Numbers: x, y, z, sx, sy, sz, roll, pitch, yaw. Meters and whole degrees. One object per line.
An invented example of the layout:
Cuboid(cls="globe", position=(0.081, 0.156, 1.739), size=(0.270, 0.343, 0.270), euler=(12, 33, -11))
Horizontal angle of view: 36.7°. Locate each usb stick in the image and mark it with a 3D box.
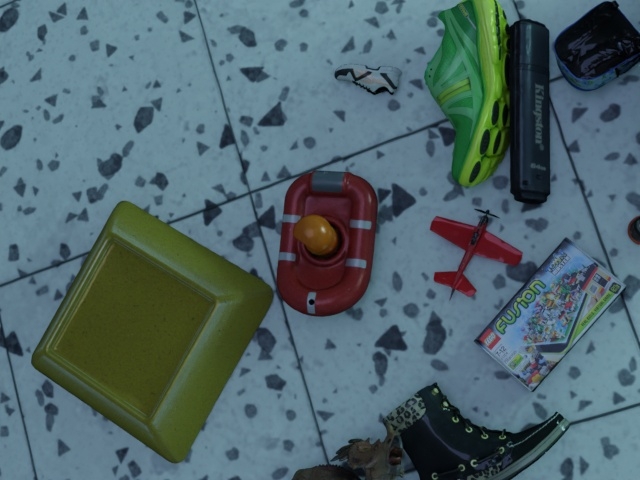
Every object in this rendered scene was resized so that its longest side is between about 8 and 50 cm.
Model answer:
Cuboid(cls="usb stick", position=(0.314, -0.195, 1.449), size=(0.045, 0.077, 0.278), euler=(-5, 80, 45))

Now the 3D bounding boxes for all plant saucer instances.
Cuboid(cls="plant saucer", position=(-0.295, 0.142, 1.573), size=(0.333, 0.081, 0.332), euler=(30, 91, 17))

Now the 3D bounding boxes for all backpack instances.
Cuboid(cls="backpack", position=(0.408, -0.278, 1.426), size=(0.114, 0.084, 0.105), euler=(-33, 72, 5))

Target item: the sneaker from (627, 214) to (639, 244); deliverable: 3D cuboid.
Cuboid(cls="sneaker", position=(0.520, -0.027, 1.371), size=(0.158, 0.065, 0.061), euler=(-18, 78, 13))

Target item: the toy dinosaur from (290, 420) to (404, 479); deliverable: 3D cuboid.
Cuboid(cls="toy dinosaur", position=(0.017, 0.377, 1.438), size=(0.296, 0.127, 0.200), euler=(-9, 69, 31))

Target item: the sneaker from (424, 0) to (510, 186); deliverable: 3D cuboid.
Cuboid(cls="sneaker", position=(0.224, -0.224, 1.475), size=(0.124, 0.109, 0.295), euler=(-2, 81, 34))

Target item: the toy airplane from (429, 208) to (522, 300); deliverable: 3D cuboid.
Cuboid(cls="toy airplane", position=(0.224, 0.021, 1.468), size=(0.151, 0.028, 0.151), euler=(-2, 82, 14))

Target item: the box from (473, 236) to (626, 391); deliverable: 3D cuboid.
Cuboid(cls="box", position=(0.337, 0.110, 1.420), size=(0.114, 0.036, 0.207), euler=(42, 95, 17))

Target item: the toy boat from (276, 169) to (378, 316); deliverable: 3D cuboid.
Cuboid(cls="toy boat", position=(0.000, 0.000, 1.470), size=(0.151, 0.151, 0.231), euler=(4, 83, 17))

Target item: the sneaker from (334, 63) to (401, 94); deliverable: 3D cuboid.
Cuboid(cls="sneaker", position=(0.073, -0.257, 1.542), size=(0.109, 0.040, 0.043), euler=(6, 86, 17))

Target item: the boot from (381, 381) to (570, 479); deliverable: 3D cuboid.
Cuboid(cls="boot", position=(0.222, 0.274, 1.406), size=(0.236, 0.085, 0.178), euler=(-37, 72, 9))
